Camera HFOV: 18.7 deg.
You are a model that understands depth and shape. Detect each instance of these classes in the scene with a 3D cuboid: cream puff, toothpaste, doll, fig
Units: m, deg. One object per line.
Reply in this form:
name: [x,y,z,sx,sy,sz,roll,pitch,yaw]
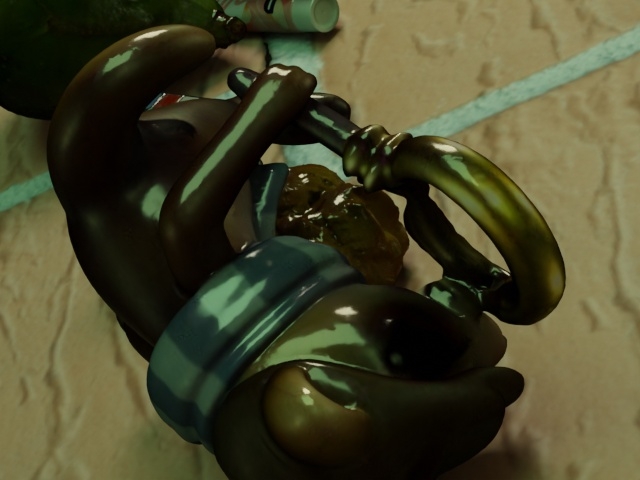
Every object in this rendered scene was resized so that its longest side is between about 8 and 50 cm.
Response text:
cream puff: [0.000,0.000,1.340,0.116,0.094,0.122,-23,31,6]
toothpaste: [-0.064,-0.200,1.694,0.205,0.036,0.056,8,52,48]
doll: [-0.023,0.024,1.191,0.209,0.318,0.340,-20,53,-29]
fig: [-0.185,-0.189,1.674,0.245,0.195,0.195,13,43,-1]

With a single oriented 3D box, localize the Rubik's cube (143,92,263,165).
Rubik's cube: [-0.109,-0.048,1.481,0.092,0.092,0.092,10,51,45]
